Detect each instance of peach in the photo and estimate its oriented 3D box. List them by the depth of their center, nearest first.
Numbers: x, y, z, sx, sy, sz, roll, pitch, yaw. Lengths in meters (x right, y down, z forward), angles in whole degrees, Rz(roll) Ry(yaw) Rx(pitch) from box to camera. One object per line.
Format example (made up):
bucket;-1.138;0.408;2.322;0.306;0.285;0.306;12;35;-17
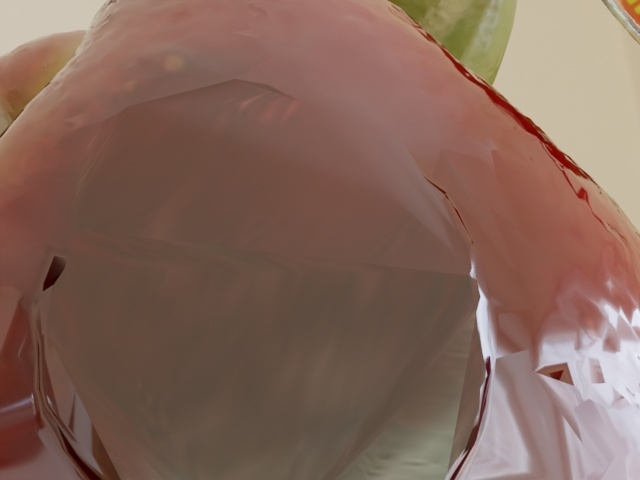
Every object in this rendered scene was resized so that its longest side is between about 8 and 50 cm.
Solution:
peach;-0.029;0.087;0.662;0.335;0.406;0.310;-28;-11;-22

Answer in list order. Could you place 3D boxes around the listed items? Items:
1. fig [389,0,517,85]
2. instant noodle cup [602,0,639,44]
fig;0.029;-0.153;1.367;0.207;0.207;0.230;-5;-15;-12
instant noodle cup;0.252;-0.223;1.146;0.212;0.193;0.193;-35;-28;24
